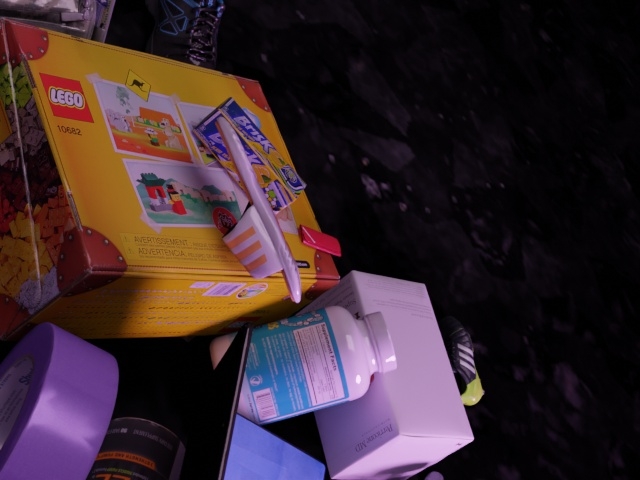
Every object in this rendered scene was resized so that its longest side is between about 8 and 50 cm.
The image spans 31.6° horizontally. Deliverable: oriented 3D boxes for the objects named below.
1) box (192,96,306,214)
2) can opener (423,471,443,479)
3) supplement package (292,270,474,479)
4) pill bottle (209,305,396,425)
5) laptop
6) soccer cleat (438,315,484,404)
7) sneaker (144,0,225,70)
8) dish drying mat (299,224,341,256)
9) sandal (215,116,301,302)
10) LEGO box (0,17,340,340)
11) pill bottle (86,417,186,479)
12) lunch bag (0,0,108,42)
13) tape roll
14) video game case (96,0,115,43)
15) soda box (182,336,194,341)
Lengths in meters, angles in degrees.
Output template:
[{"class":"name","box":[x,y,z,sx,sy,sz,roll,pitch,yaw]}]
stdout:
[{"class":"box","box":[-0.100,-0.117,1.602,0.169,0.059,0.054,49,29,-10]},{"class":"can opener","box":[0.140,0.489,1.755,0.074,0.093,0.280,8,47,7]},{"class":"supplement package","box":[0.096,0.225,1.859,0.175,0.177,0.293,12,51,-40]},{"class":"pill bottle","box":[-0.024,0.184,1.694,0.264,0.146,0.146,-15,63,-5]},{"class":"laptop","box":[-0.068,0.373,1.402,0.236,0.408,0.382,15,59,-11]},{"class":"soccer cleat","box":[0.253,0.223,2.121,0.072,0.060,0.179,6,58,-41]},{"class":"sneaker","box":[-0.241,-0.381,2.060,0.125,0.139,0.341,15,51,-41]},{"class":"dish drying mat","box":[0.000,0.000,1.678,0.083,0.008,0.032,20,45,-44]},{"class":"sandal","box":[-0.101,-0.032,1.502,0.102,0.076,0.265,-111,176,-88]},{"class":"LEGO box","box":[-0.247,-0.066,1.599,0.500,0.193,0.372,5,56,-52]},{"class":"pill bottle","box":[-0.258,0.356,1.427,0.130,0.130,0.246,35,39,-20]},{"class":"lunch bag","box":[-0.474,-0.346,1.620,0.305,0.213,0.256,3,28,-20]},{"class":"tape roll","box":[-0.346,0.236,1.318,0.090,0.275,0.275,31,41,-23]},{"class":"video game case","box":[-0.392,-0.411,1.861,0.023,0.212,0.193,25,22,15]},{"class":"soda box","box":[-0.191,0.071,1.796,0.061,0.058,0.181,38,39,-16]}]
